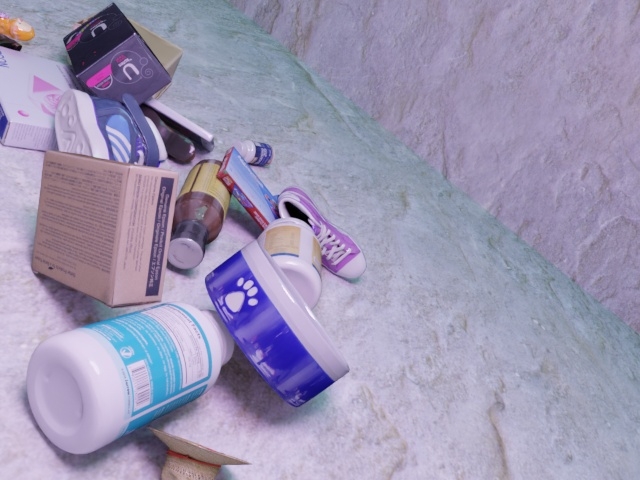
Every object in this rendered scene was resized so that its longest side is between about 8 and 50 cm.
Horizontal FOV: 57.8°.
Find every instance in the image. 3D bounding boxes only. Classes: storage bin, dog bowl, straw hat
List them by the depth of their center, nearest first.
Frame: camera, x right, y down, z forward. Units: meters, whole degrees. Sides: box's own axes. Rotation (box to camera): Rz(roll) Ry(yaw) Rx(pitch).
[{"bbox_3d":[-0.165,0.290,0.737,0.145,0.144,0.061,26,69,-18],"label":"straw hat"},{"bbox_3d":[-0.070,0.133,0.943,0.264,0.104,0.265,53,-3,4],"label":"dog bowl"},{"bbox_3d":[-0.552,-0.531,1.660,0.261,0.123,0.262,27,26,-14],"label":"storage bin"}]

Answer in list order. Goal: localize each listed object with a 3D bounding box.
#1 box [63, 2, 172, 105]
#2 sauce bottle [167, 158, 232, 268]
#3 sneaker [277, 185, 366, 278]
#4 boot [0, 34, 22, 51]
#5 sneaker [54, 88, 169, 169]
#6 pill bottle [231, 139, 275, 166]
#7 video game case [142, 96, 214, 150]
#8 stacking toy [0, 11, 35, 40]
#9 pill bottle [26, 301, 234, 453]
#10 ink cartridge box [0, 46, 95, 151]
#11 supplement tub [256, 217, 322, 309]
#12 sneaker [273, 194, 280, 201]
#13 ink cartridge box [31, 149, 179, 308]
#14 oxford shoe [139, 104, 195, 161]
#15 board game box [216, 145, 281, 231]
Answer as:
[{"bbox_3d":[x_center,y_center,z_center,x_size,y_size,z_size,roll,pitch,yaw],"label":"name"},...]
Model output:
[{"bbox_3d":[-0.492,-0.435,1.389,0.270,0.165,0.143,51,-2,45],"label":"box"},{"bbox_3d":[-0.252,-0.060,1.204,0.112,0.111,0.344,28,27,-14],"label":"sauce bottle"},{"bbox_3d":[-0.001,0.000,1.350,0.282,0.102,0.161,44,10,-10],"label":"sneaker"},{"bbox_3d":[-0.794,-0.491,1.389,0.114,0.037,0.106,33,12,-10],"label":"boot"},{"bbox_3d":[-0.378,-0.140,1.138,0.236,0.130,0.322,15,48,-51],"label":"sneaker"},{"bbox_3d":[-0.194,-0.252,1.664,0.120,0.067,0.067,3,39,-48],"label":"pill bottle"},{"bbox_3d":[-0.366,-0.301,1.495,0.201,0.023,0.183,32,-5,-8],"label":"video game case"},{"bbox_3d":[-0.767,-0.491,1.225,0.302,0.165,0.175,14,31,-21],"label":"stacking toy"},{"bbox_3d":[-0.235,0.166,0.778,0.146,0.146,0.264,44,26,19],"label":"pill bottle"},{"bbox_3d":[-0.570,-0.303,1.296,0.330,0.071,0.324,2,40,-47],"label":"ink cartridge box"},{"bbox_3d":[-0.069,0.052,1.185,0.145,0.144,0.199,28,26,-15],"label":"supplement tub"},{"bbox_3d":[-0.073,-0.080,1.515,0.053,0.059,0.144,-1,41,-48],"label":"sneaker"},{"bbox_3d":[-0.322,-0.024,0.852,0.235,0.193,0.088,14,8,37],"label":"ink cartridge box"},{"bbox_3d":[-0.404,-0.262,1.441,0.212,0.076,0.076,38,-6,-1],"label":"oxford shoe"},{"bbox_3d":[-0.133,-0.079,1.345,0.281,0.027,0.145,52,19,-24],"label":"board game box"}]
